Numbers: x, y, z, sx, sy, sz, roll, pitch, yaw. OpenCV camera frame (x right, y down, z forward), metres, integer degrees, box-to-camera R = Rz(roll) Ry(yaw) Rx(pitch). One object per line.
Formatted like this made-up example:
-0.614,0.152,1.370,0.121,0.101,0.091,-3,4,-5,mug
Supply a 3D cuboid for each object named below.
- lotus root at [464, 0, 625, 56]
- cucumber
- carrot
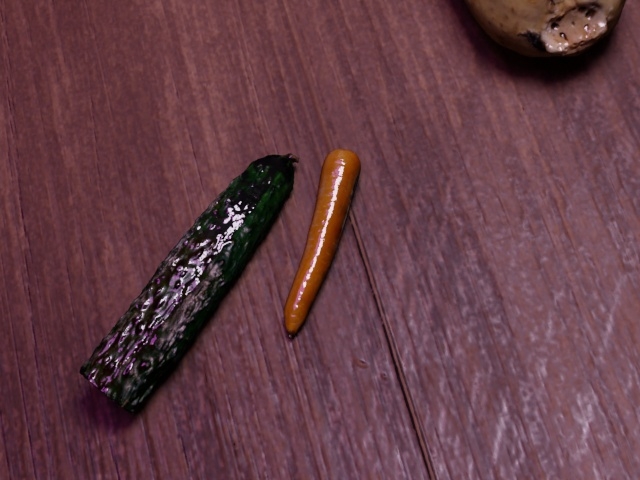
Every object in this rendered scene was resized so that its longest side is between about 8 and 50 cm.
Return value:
0.193,-0.301,1.228,0.160,0.146,0.284,-11,58,-15,lotus root
-0.109,0.025,1.170,0.067,0.067,0.293,29,72,22,cucumber
0.000,0.000,1.176,0.037,0.037,0.190,10,68,16,carrot
